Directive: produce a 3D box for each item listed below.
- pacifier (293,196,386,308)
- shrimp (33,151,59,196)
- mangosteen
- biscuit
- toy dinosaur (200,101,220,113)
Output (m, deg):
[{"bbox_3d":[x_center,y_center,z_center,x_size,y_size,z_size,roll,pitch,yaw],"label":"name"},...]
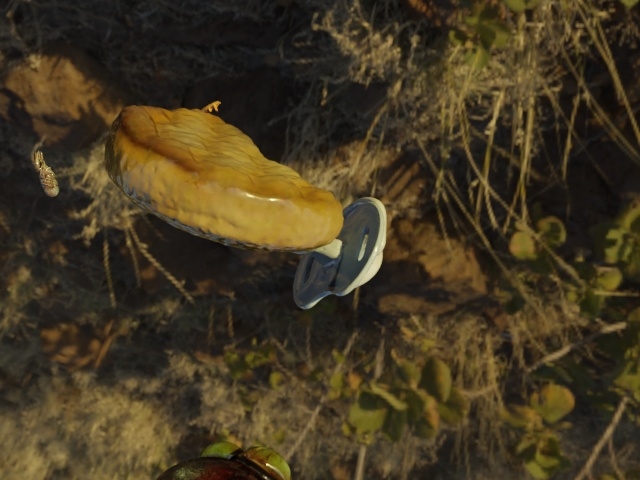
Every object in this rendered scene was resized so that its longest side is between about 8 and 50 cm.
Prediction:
[{"bbox_3d":[0.000,0.000,1.563,0.207,0.227,0.279,26,151,-26],"label":"pacifier"},{"bbox_3d":[-0.486,-0.121,1.458,0.029,0.092,0.038,-26,162,-11],"label":"shrimp"},{"bbox_3d":[-0.169,0.508,1.445,0.300,0.300,0.300,10,147,7],"label":"mangosteen"},{"bbox_3d":[-0.118,-0.065,0.861,0.213,0.274,0.091,8,112,-33],"label":"biscuit"},{"bbox_3d":[-0.266,-0.191,1.632,0.288,0.070,0.117,-24,135,33],"label":"toy dinosaur"}]
